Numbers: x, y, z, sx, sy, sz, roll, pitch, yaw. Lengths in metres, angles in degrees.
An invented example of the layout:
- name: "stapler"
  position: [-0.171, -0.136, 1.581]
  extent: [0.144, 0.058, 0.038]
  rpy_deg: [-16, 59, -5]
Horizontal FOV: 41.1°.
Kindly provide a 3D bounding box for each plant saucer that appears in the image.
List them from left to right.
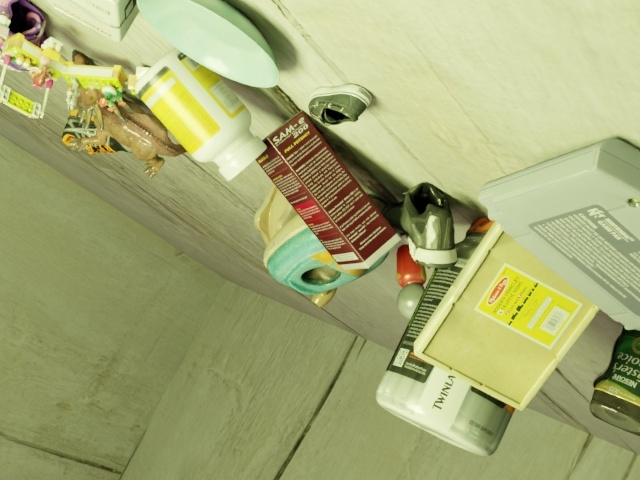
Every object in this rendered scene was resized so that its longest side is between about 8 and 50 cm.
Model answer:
- name: "plant saucer"
  position: [-0.127, -0.254, 1.032]
  extent: [0.195, 0.037, 0.195]
  rpy_deg: [27, 170, 5]

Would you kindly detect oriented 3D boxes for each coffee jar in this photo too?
- name: "coffee jar"
  position: [0.473, 0.192, 1.264]
  extent: [0.096, 0.184, 0.079]
  rpy_deg: [20, 168, 33]

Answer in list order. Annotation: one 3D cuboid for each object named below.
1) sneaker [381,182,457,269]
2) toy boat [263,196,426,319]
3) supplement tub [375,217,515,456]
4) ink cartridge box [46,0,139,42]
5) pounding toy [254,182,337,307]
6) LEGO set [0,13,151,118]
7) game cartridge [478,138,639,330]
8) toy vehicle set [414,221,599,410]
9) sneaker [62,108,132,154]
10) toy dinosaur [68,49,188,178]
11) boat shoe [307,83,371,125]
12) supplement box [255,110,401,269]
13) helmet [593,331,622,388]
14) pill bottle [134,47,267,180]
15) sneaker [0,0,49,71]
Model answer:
- name: "sneaker"
  position: [0.149, -0.040, 1.278]
  extent: [0.078, 0.106, 0.234]
  rpy_deg: [-1, -163, -12]
- name: "toy boat"
  position: [0.074, 0.042, 1.528]
  extent: [0.318, 0.148, 0.267]
  rpy_deg: [19, 142, -33]
- name: "supplement tub"
  position: [0.229, 0.138, 1.262]
  extent: [0.193, 0.316, 0.193]
  rpy_deg: [26, 170, 5]
- name: "ink cartridge box"
  position: [-0.281, -0.316, 1.049]
  extent: [0.109, 0.063, 0.150]
  rpy_deg: [29, 170, -8]
- name: "pounding toy"
  position: [0.000, 0.000, 1.699]
  extent: [0.155, 0.154, 0.269]
  rpy_deg: [19, 148, 40]
- name: "LEGO set"
  position: [-0.405, -0.247, 1.361]
  extent: [0.287, 0.107, 0.132]
  rpy_deg: [18, 158, -28]
- name: "game cartridge"
  position: [0.338, 0.005, 0.923]
  extent: [0.294, 0.060, 0.196]
  rpy_deg: [36, 155, -23]
- name: "toy vehicle set"
  position: [0.257, 0.076, 1.089]
  extent: [0.166, 0.267, 0.035]
  rpy_deg: [29, -158, -3]
- name: "sneaker"
  position: [-0.510, -0.235, 1.982]
  extent: [0.215, 0.083, 0.084]
  rpy_deg: [20, 166, 28]
- name: "toy dinosaur"
  position: [-0.352, -0.214, 1.594]
  extent: [0.295, 0.127, 0.200]
  rpy_deg: [25, 164, -15]
- name: "boat shoe"
  position: [0.015, -0.167, 1.082]
  extent: [0.049, 0.040, 0.142]
  rpy_deg: [31, 169, -21]
- name: "supplement box"
  position: [0.004, -0.069, 1.279]
  extent: [0.239, 0.073, 0.130]
  rpy_deg: [51, 165, -8]
- name: "helmet"
  position: [0.537, 0.238, 1.388]
  extent: [0.169, 0.161, 0.169]
  rpy_deg: [27, 170, 5]
- name: "pill bottle"
  position: [-0.162, -0.175, 1.190]
  extent: [0.184, 0.103, 0.103]
  rpy_deg: [49, 166, -9]
- name: "sneaker"
  position: [-0.493, -0.344, 1.402]
  extent: [0.104, 0.095, 0.236]
  rpy_deg: [10, 167, 13]
